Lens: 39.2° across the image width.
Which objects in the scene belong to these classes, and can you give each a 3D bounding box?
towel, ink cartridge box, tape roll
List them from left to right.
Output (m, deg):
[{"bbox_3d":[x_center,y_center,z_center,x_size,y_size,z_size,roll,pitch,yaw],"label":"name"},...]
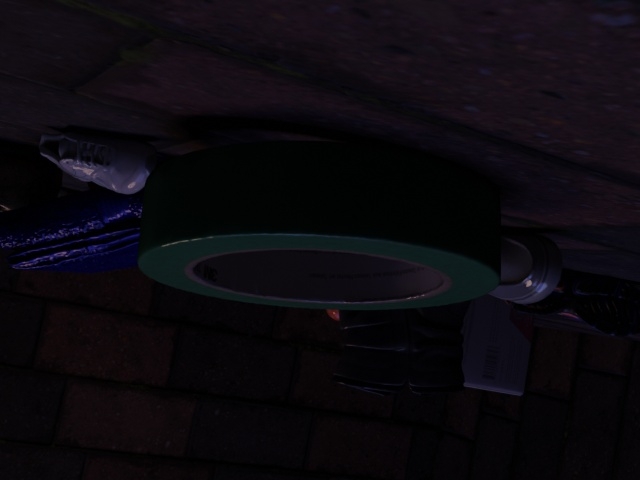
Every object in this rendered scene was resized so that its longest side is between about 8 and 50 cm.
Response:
[{"bbox_3d":[-0.189,-0.089,0.956,0.060,0.009,0.083,6,173,38],"label":"towel"},{"bbox_3d":[-0.200,-0.007,1.062,0.308,0.076,0.227,-9,167,22],"label":"towel"},{"bbox_3d":[0.000,0.000,0.808,0.321,0.077,0.321,3,165,1],"label":"tape roll"},{"bbox_3d":[0.248,0.161,1.669,0.283,0.207,0.117,14,172,-24],"label":"ink cartridge box"}]

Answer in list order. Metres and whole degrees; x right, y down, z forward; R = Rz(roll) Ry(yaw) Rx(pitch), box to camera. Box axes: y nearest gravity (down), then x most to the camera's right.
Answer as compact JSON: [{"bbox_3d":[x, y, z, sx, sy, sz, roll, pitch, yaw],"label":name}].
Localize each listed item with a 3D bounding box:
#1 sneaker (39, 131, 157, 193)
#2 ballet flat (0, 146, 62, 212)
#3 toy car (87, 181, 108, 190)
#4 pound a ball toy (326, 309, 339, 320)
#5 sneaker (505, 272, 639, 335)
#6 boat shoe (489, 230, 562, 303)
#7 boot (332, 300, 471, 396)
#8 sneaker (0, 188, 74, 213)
[{"bbox_3d":[-0.222,-0.080,0.886,0.152,0.053,0.061,7,171,39],"label":"sneaker"},{"bbox_3d":[-0.493,-0.083,1.077,0.348,0.123,0.123,13,175,-18],"label":"ballet flat"},{"bbox_3d":[-0.258,-0.075,1.078,0.060,0.040,0.122,14,175,-26],"label":"toy car"},{"bbox_3d":[0.030,0.075,1.590,0.208,0.135,0.319,13,174,-22],"label":"pound a ball toy"},{"bbox_3d":[0.379,0.080,1.323,0.221,0.083,0.087,16,-171,7],"label":"sneaker"},{"bbox_3d":[0.179,0.024,1.025,0.081,0.079,0.227,8,180,-24],"label":"boat shoe"},{"bbox_3d":[0.039,0.084,1.172,0.338,0.222,0.118,11,176,2],"label":"boot"},{"bbox_3d":[-0.516,-0.039,1.545,0.240,0.126,0.091,12,175,-11],"label":"sneaker"}]
